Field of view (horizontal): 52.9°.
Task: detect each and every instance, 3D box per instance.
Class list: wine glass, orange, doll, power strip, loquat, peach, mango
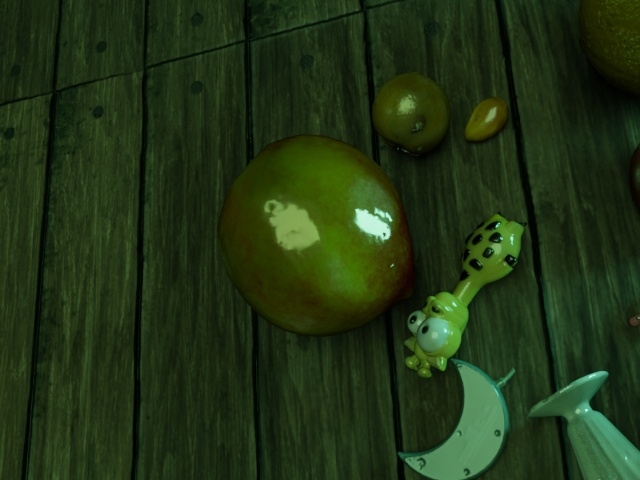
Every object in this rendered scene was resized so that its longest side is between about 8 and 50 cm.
[{"bbox_3d":[0.386,0.293,0.869,0.164,0.165,0.197,-31,59,10],"label":"wine glass"},{"bbox_3d":[0.516,-0.330,0.927,0.274,0.274,0.274,-5,74,19],"label":"orange"},{"bbox_3d":[0.223,0.084,1.020,0.291,0.086,0.117,-56,25,1],"label":"doll"},{"bbox_3d":[0.222,0.277,0.987,0.137,0.044,0.216,31,88,24],"label":"power strip"},{"bbox_3d":[0.157,-0.218,1.100,0.141,0.141,0.141,-5,74,19],"label":"loquat"},{"bbox_3d":[0.000,0.000,1.023,0.332,0.308,0.308,37,90,9],"label":"peach"},{"bbox_3d":[0.282,-0.204,1.099,0.089,0.046,0.060,-45,63,18],"label":"mango"}]

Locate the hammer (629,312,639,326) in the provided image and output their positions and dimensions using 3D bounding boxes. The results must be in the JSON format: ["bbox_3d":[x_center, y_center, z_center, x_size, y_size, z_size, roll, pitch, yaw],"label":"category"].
[{"bbox_3d":[0.493,0.101,0.947,0.083,0.031,0.053,-37,63,19],"label":"hammer"}]

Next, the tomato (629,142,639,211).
[{"bbox_3d":[0.559,-0.111,0.914,0.214,0.155,0.181,-28,64,12],"label":"tomato"}]
